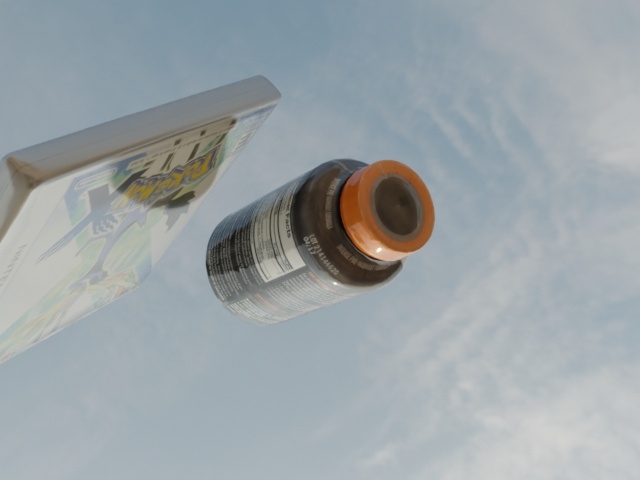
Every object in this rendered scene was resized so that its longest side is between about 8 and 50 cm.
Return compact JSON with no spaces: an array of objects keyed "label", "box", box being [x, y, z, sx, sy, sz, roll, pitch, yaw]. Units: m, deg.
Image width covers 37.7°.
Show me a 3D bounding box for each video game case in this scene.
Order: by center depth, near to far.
[{"label":"video game case","box":[-0.201,-0.002,0.817,0.036,0.300,0.329,46,-147,6]}]

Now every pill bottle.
[{"label":"pill bottle","box":[0.000,0.000,0.909,0.130,0.246,0.130,12,-111,-33]}]
